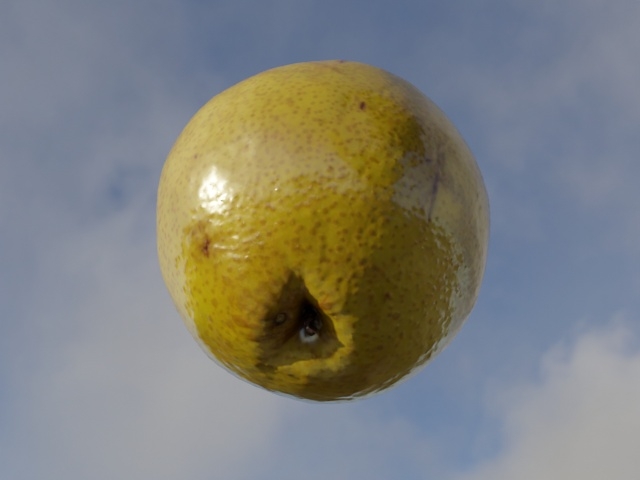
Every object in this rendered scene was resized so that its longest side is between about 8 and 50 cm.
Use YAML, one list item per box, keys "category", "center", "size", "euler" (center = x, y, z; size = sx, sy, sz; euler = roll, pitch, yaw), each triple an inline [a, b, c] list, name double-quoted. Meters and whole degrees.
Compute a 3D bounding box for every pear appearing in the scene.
- category: "pear"
  center: [0.000, 0.000, 0.642]
  size: [0.209, 0.209, 0.209]
  euler: [4, -33, 3]
